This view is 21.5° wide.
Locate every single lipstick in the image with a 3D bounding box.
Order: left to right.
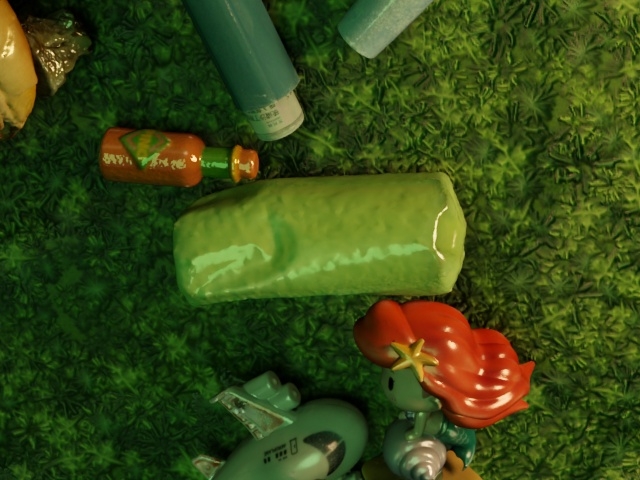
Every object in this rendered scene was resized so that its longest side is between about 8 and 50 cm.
[{"bbox_3d":[0.126,-0.313,1.834,0.068,0.061,0.274,42,115,-4],"label":"lipstick"}]

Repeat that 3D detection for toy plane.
[{"bbox_3d":[-0.049,0.280,2.103,0.252,0.118,0.252,4,113,9],"label":"toy plane"}]

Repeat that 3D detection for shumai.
[{"bbox_3d":[-0.319,-0.233,1.972,0.124,0.087,0.099,42,158,35],"label":"shumai"}]

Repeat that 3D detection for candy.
[{"bbox_3d":[0.000,0.000,1.962,0.343,0.132,0.142,-5,119,15],"label":"candy"}]

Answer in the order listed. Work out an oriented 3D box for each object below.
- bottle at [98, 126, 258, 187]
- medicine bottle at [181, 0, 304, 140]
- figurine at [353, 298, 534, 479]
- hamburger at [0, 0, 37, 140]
[{"bbox_3d":[-0.166,-0.097,1.997,0.187,0.069,0.069,4,114,10],"label":"bottle"},{"bbox_3d":[-0.093,-0.240,1.903,0.079,0.124,0.258,-17,119,16],"label":"medicine bottle"},{"bbox_3d":[0.142,0.184,1.985,0.208,0.181,0.257,15,123,19],"label":"figurine"},{"bbox_3d":[-0.464,-0.225,1.914,0.314,0.170,0.290,53,148,-10],"label":"hamburger"}]
